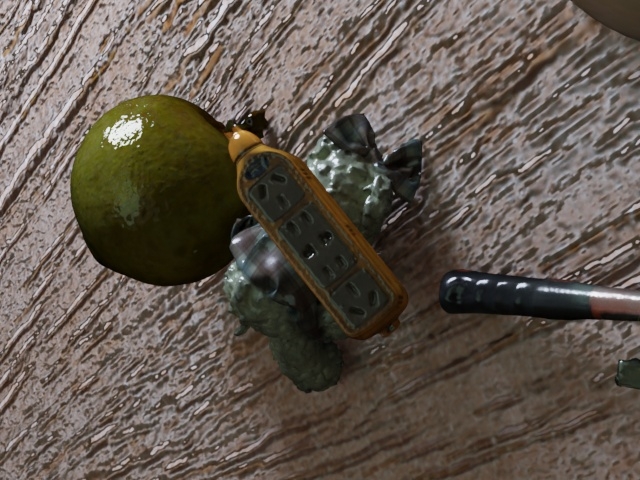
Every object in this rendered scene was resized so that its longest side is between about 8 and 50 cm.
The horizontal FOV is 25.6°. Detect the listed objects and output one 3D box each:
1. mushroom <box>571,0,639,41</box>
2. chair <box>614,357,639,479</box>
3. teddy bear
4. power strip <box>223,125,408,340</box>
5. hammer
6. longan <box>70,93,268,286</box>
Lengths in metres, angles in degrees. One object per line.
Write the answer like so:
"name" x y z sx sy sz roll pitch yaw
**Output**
"mushroom" 0.149 -0.179 0.732 0.236 0.162 0.173 -24 77 51
"chair" 0.275 0.165 0.629 0.274 0.190 0.204 -3 98 8
"teddy bear" -0.017 0.009 1.004 0.133 0.111 0.213 48 131 28
"power strip" -0.009 -0.008 0.939 0.049 0.028 0.178 -40 78 9
"hammer" 0.160 0.036 0.821 0.287 0.111 0.033 2 95 58
"longan" -0.113 -0.046 1.099 0.155 0.176 0.145 50 177 8
